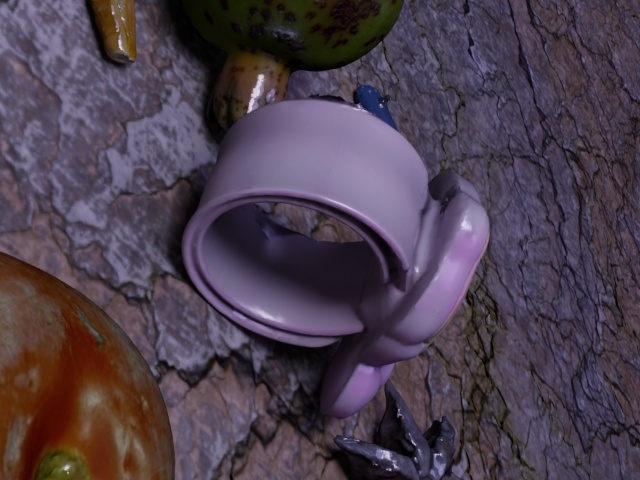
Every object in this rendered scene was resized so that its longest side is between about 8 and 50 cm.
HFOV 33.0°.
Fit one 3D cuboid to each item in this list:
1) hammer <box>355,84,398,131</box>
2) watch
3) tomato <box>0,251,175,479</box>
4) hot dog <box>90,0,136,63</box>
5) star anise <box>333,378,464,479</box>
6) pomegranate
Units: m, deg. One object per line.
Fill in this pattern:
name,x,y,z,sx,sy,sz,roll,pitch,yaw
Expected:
hammer,0.080,-0.076,1.119,0.116,0.069,0.194,-9,73,-52
watch,0.000,0.000,0.893,0.217,0.248,0.211,26,52,-11
tomato,-0.204,0.136,0.529,0.270,0.222,0.270,-12,90,-73
hot dog,-0.172,-0.210,0.879,0.044,0.028,0.137,35,47,-73
star anise,0.077,0.223,0.976,0.204,0.061,0.181,-33,101,-52
pomegranate,-0.034,-0.204,0.930,0.202,0.202,0.248,13,91,-48
